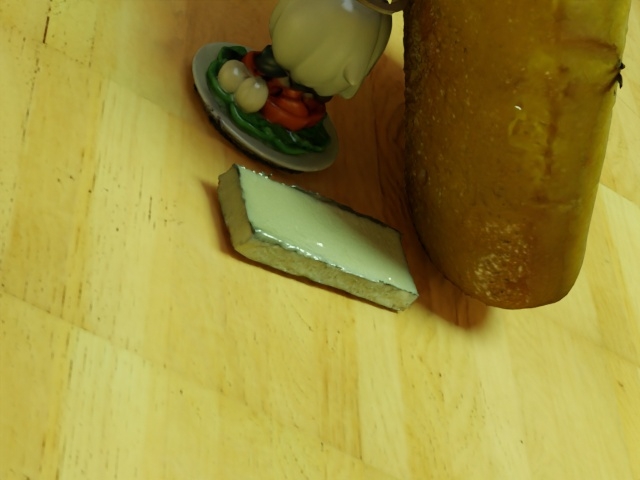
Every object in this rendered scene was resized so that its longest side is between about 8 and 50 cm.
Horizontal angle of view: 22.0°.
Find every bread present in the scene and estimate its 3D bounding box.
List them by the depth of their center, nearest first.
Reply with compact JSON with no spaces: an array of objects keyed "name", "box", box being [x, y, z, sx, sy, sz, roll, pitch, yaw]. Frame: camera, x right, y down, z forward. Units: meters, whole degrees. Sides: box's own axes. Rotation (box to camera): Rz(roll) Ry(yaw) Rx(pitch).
[{"name":"bread","box":[0.000,0.000,1.115,0.154,0.028,0.068,20,37,-35]},{"name":"bread","box":[0.128,-0.147,1.191,0.148,0.337,0.328,5,41,2]}]

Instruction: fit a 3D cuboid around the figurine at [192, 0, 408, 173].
[{"name":"figurine","box":[-0.003,-0.139,1.163,0.132,0.153,0.132,29,33,-21]}]
